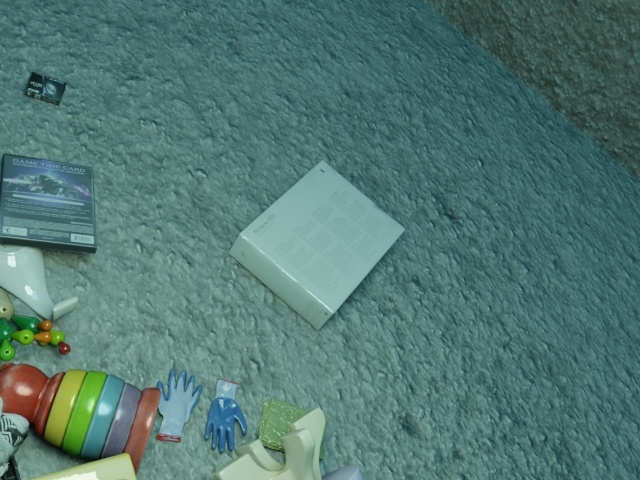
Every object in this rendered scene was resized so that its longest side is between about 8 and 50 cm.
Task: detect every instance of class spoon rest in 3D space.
[{"bbox_3d":[-0.593,0.068,1.583,0.276,0.084,0.137,41,44,23],"label":"spoon rest"}]

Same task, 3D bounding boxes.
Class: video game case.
[{"bbox_3d":[-0.581,-0.082,1.682,0.196,0.026,0.274,8,39,-24],"label":"video game case"}]

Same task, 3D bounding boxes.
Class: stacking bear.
[{"bbox_3d":[-0.450,0.306,1.423,0.288,0.164,0.176,18,49,-10],"label":"stacking bear"}]

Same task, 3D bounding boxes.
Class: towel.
[{"bbox_3d":[-0.057,0.397,1.650,0.148,0.027,0.110,20,48,-13],"label":"towel"}]

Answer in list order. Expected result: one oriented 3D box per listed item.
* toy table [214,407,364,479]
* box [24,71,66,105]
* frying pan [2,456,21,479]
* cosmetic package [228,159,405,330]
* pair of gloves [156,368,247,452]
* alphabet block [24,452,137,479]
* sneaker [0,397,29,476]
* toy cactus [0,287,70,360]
[{"bbox_3d":[-0.060,0.443,1.491,0.274,0.252,0.161,-24,86,-50],"label":"toy table"},{"bbox_3d":[-0.662,-0.366,1.897,0.083,0.018,0.067,17,49,-17],"label":"box"},{"bbox_3d":[-0.475,0.484,1.345,0.197,0.053,0.326,11,55,-23],"label":"frying pan"},{"bbox_3d":[0.000,0.000,1.934,0.284,0.097,0.377,42,47,3],"label":"cosmetic package"},{"bbox_3d":[-0.240,0.344,1.594,0.198,0.023,0.159,16,52,-16],"label":"pair of gloves"},{"bbox_3d":[-0.391,0.472,1.237,0.197,0.193,0.193,-6,64,-34],"label":"alphabet block"},{"bbox_3d":[-0.551,0.347,1.192,0.137,0.366,0.210,13,65,-6],"label":"sneaker"},{"bbox_3d":[-0.597,0.168,1.494,0.218,0.112,0.181,-3,39,-28],"label":"toy cactus"}]
